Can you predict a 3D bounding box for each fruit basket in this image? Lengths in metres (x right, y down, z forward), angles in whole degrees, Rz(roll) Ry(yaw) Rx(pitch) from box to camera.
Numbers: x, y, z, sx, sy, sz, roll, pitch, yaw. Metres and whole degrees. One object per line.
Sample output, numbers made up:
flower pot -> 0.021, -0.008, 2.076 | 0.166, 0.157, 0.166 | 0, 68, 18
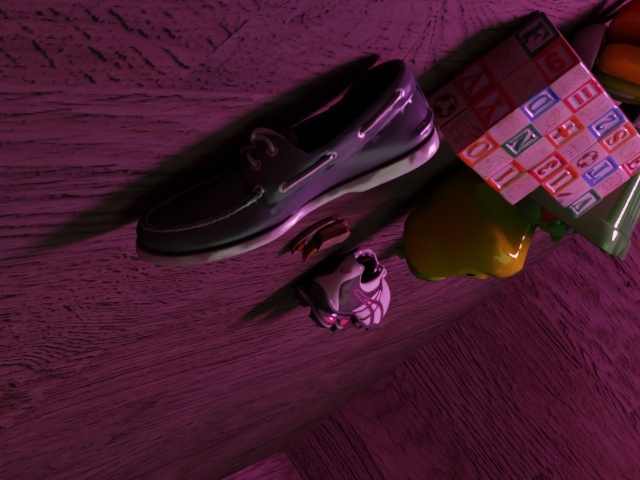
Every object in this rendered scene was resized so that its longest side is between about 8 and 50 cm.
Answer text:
fruit basket -> 0.307, -0.043, 2.053 | 0.392, 0.283, 0.392 | -48, 165, -17

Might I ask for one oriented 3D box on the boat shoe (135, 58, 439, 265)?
boat shoe -> -0.038, -0.078, 1.335 | 0.319, 0.116, 0.099 | -24, 124, -15

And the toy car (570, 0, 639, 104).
toy car -> 0.399, -0.238, 1.789 | 0.182, 0.159, 0.136 | 75, 35, -78

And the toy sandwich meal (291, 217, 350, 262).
toy sandwich meal -> 0.000, 0.000, 1.864 | 0.085, 0.029, 0.085 | -33, 169, -7

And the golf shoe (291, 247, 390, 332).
golf shoe -> 0.066, 0.074, 2.199 | 0.120, 0.105, 0.273 | -45, 167, 18

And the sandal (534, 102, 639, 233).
sandal -> 0.379, -0.118, 2.301 | 0.446, 0.107, 0.167 | -50, 174, 23

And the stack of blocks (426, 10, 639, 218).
stack of blocks -> 0.268, -0.130, 1.677 | 0.171, 0.087, 0.297 | -37, 147, 14
